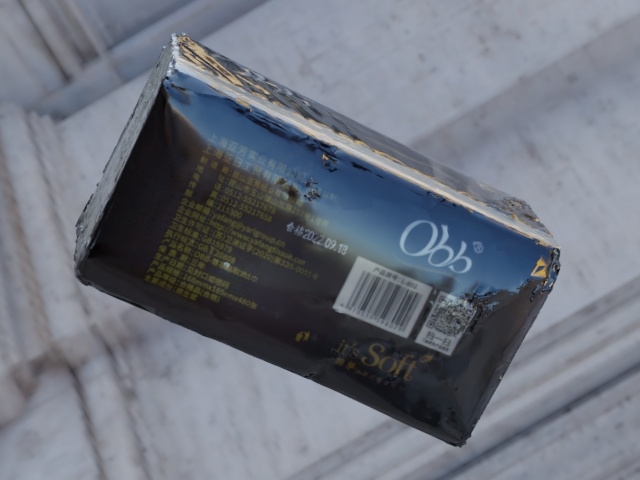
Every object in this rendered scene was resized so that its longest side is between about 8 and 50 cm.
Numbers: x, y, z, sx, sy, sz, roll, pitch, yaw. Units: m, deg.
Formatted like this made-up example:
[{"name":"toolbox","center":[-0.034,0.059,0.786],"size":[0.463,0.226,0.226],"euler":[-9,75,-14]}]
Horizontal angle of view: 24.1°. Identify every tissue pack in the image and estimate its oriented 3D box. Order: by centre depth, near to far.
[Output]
[{"name":"tissue pack","center":[0.000,0.000,1.252],"size":[0.370,0.210,0.198],"euler":[26,7,-13]}]
